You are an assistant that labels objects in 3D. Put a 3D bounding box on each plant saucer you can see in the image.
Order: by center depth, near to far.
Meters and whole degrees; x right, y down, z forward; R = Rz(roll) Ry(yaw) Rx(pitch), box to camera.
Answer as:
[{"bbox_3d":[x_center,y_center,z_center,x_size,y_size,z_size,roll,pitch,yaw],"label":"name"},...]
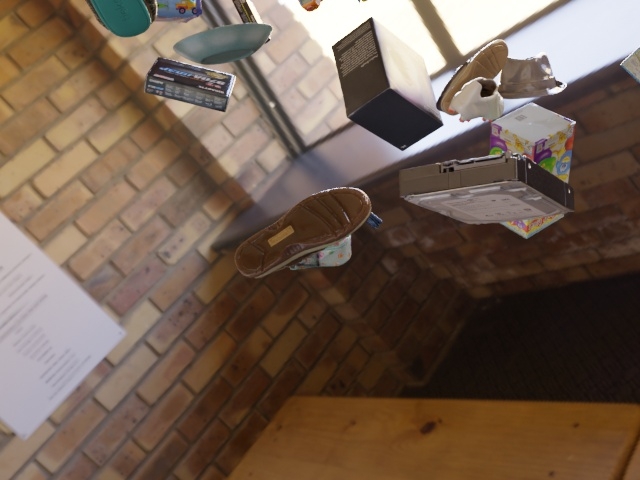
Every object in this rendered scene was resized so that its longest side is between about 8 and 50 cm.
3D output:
[{"bbox_3d":[-0.181,-0.366,1.366,0.195,0.037,0.195,-12,4,1],"label":"plant saucer"}]

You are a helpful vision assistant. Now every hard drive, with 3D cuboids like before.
[{"bbox_3d":[0.338,-0.094,1.426,0.237,0.339,0.064,-7,77,34],"label":"hard drive"}]

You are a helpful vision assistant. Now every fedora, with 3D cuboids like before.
[{"bbox_3d":[0.669,-0.541,2.333,0.244,0.124,0.275,-3,17,16],"label":"fedora"}]

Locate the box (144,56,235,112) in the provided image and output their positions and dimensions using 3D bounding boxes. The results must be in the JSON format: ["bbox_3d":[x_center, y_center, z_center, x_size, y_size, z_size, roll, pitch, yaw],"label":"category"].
[{"bbox_3d":[-0.347,-0.420,1.928,0.175,0.220,0.051,-90,15,-60],"label":"box"}]

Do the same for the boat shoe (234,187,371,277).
[{"bbox_3d":[-0.027,-0.015,1.268,0.257,0.095,0.095,-24,-12,10],"label":"boat shoe"}]

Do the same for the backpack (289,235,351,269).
[{"bbox_3d":[0.000,0.000,2.127,0.188,0.144,0.166,4,31,1],"label":"backpack"}]

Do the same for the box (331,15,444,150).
[{"bbox_3d":[0.213,-0.485,2.258,0.183,0.296,0.294,-29,57,33],"label":"box"}]

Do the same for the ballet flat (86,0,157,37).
[{"bbox_3d":[-0.424,-0.562,1.291,0.164,0.182,0.483,-15,-18,1],"label":"ballet flat"}]

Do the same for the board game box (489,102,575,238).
[{"bbox_3d":[0.513,-0.170,1.769,0.144,0.275,0.142,-28,43,-23],"label":"board game box"}]

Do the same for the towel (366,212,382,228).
[{"bbox_3d":[0.114,-0.079,1.991,0.029,0.119,0.067,-55,29,-2],"label":"towel"}]

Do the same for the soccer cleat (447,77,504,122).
[{"bbox_3d":[0.294,-0.253,1.276,0.196,0.068,0.076,-23,-26,-55],"label":"soccer cleat"}]

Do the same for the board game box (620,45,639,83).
[{"bbox_3d":[0.748,-0.368,1.563,0.026,0.154,0.103,-41,-6,-33],"label":"board game box"}]

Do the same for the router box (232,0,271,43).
[{"bbox_3d":[-0.188,-0.602,1.961,0.038,0.122,0.092,-28,-7,10],"label":"router box"}]

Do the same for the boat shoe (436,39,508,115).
[{"bbox_3d":[0.457,-0.501,2.196,0.285,0.103,0.092,-51,30,-3],"label":"boat shoe"}]

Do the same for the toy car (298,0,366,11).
[{"bbox_3d":[0.018,-0.390,1.135,0.122,0.040,0.060,-9,-18,10],"label":"toy car"}]

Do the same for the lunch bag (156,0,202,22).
[{"bbox_3d":[-0.438,-0.606,1.827,0.221,0.138,0.293,-2,1,-20],"label":"lunch bag"}]
